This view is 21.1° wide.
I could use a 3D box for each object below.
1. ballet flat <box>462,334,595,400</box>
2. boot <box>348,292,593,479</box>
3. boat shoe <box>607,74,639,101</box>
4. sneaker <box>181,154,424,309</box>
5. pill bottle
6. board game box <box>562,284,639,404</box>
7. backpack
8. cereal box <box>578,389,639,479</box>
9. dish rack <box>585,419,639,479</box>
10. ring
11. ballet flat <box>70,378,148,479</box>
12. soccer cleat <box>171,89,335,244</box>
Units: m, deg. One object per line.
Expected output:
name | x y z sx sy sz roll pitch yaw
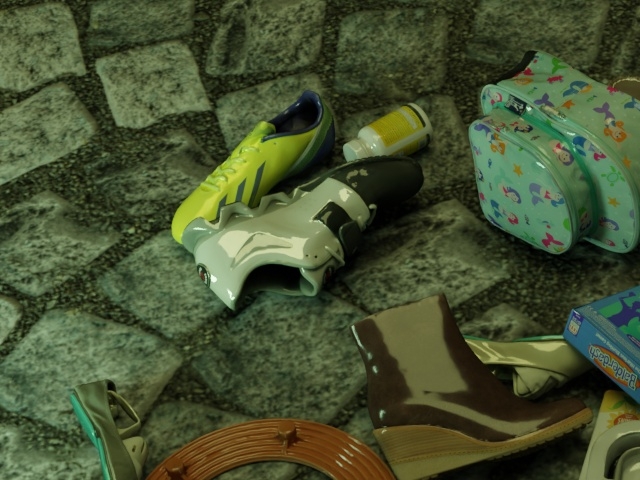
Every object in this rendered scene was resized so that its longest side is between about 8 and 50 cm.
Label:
ballet flat | 0.217 0.155 2.040 0.248 0.086 0.086 1 45 14
boot | 0.170 0.156 1.972 0.248 0.090 0.206 -16 76 4
boat shoe | 0.487 -0.138 2.260 0.117 0.096 0.324 -27 46 -16
sneaker | 0.000 0.000 2.218 0.331 0.122 0.146 -22 63 -13
pill bottle | 0.092 -0.137 2.358 0.116 0.065 0.065 -29 47 -19
board game box | 0.412 0.116 1.996 0.210 0.047 0.160 -16 45 -35
backpack | 0.319 -0.098 2.160 0.253 0.225 0.191 25 56 34
cereal box | 0.373 0.279 1.894 0.173 0.047 0.240 9 48 20
dish rack | 0.432 0.320 1.746 0.333 0.072 0.285 1 45 17
ring | -0.068 0.328 1.941 0.337 0.032 0.336 -6 44 6
ballet flat | -0.240 0.238 2.032 0.068 0.072 0.213 -17 41 -14
soccer cleat | -0.097 -0.101 2.317 0.289 0.121 0.093 -39 51 -26
